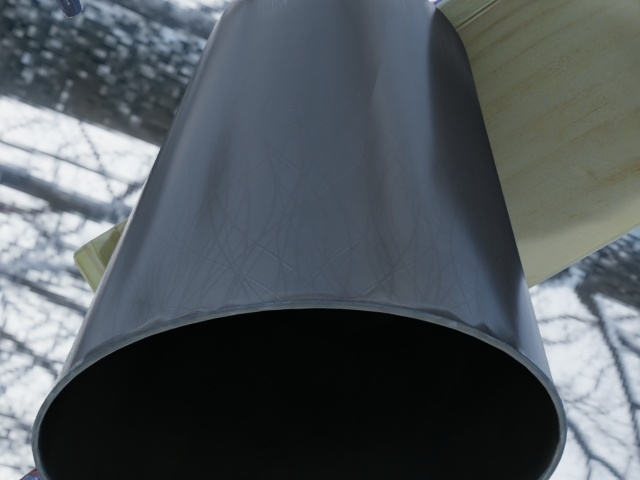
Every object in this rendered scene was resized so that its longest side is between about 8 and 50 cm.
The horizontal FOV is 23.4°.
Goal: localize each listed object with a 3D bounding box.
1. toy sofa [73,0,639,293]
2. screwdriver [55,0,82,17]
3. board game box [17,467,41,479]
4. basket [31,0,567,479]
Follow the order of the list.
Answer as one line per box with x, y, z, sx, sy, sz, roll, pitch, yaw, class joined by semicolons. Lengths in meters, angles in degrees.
0.065;-0.038;0.803;0.362;0.177;0.150;-32;-86;29;toy sofa
-0.273;-0.286;1.472;0.025;0.170;0.024;-13;-147;26;screwdriver
-0.374;0.346;1.669;0.145;0.027;0.281;-66;171;16;board game box
0.000;0.000;0.651;0.204;0.154;0.227;-12;-138;18;basket
